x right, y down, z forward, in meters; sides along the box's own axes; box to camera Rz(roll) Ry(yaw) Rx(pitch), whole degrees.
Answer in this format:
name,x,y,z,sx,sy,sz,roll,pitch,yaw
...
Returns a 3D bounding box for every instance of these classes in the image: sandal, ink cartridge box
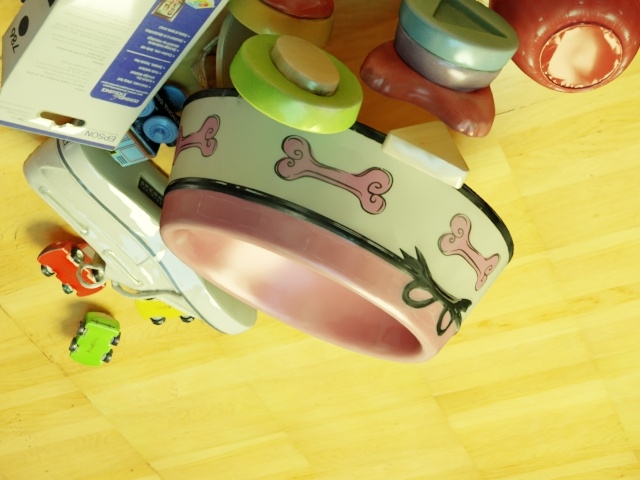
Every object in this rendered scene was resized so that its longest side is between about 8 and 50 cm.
name,x,y,z,sx,sy,sz,roll,pitch,yaw
sandal,-0.111,-0.180,1.397,0.079,0.088,0.240,20,153,21
ink cartridge box,-0.201,-0.231,1.230,0.165,0.065,0.332,12,134,-41

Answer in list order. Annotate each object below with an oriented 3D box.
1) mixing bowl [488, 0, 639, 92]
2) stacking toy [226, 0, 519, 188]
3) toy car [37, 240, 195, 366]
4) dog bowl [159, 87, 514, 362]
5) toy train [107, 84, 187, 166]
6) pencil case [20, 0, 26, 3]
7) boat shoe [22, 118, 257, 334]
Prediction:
name,x,y,z,sx,sy,sz,roll,pitch,yaw
mixing bowl,0.275,-0.226,1.320,0.181,0.098,0.181,0,136,0
stacking toy,0.058,-0.209,1.217,0.309,0.279,0.130,21,122,-8
toy car,-0.296,0.094,1.706,0.239,0.053,0.225,20,134,-16
dog bowl,0.000,0.000,1.372,0.408,0.150,0.408,23,166,6
toy train,-0.232,-0.169,1.415,0.105,0.080,0.184,-15,134,26
pencil case,-0.269,-0.366,1.186,0.124,0.113,0.273,12,135,-6
boat shoe,-0.240,0.009,1.559,0.156,0.136,0.367,-26,126,26
